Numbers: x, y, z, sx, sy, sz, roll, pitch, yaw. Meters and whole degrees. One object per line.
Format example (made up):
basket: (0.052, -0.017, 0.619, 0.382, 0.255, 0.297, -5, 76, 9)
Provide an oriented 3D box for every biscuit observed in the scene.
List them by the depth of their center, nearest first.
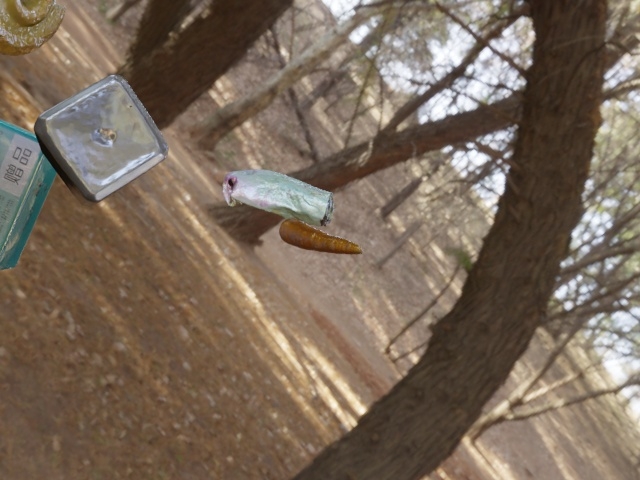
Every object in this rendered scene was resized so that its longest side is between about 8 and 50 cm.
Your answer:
biscuit: (-0.596, -0.465, 1.247, 0.091, 0.213, 0.274, 24, -21, 10)

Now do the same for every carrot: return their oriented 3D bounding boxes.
carrot: (0.000, 0.000, 1.090, 0.216, 0.048, 0.048, 17, -24, 50)

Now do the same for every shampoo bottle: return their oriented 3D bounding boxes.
shampoo bottle: (-0.206, -0.082, 0.607, 0.079, 0.080, 0.246, 59, -17, -13)

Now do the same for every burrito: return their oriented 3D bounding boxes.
burrito: (-0.084, -0.090, 1.324, 0.229, 0.089, 0.144, 15, 5, 4)

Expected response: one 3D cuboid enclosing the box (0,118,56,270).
box: (-0.570, -0.087, 1.139, 0.153, 0.245, 0.092, 25, 2, -3)
